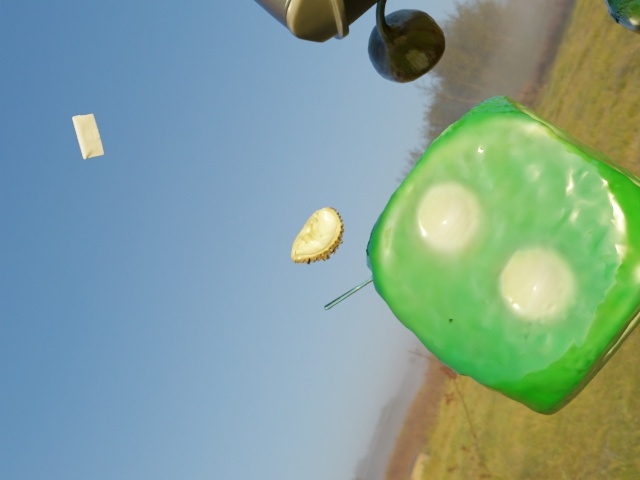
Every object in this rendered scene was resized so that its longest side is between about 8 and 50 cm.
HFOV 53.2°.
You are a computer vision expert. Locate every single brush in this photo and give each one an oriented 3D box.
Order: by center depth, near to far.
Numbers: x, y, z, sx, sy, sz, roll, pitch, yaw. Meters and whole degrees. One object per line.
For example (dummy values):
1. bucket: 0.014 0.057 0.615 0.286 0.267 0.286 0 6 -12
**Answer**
1. brush: 0.072 0.080 1.127 0.164 0.014 0.051 -34 -16 18

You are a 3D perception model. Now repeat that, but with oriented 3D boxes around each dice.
1. dice: 0.258 0.012 0.793 0.297 0.300 0.287 -3 -51 -55

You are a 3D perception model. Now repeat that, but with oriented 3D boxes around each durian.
1. durian: 0.002 -0.004 1.062 0.130 0.066 0.052 -57 16 -28

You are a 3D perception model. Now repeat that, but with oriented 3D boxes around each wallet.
1. wallet: -0.452 -0.203 1.244 0.044 0.011 0.083 -21 -76 -40

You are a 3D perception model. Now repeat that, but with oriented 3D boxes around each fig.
1. fig: 0.139 -0.379 1.172 0.245 0.149 0.149 14 -86 -64

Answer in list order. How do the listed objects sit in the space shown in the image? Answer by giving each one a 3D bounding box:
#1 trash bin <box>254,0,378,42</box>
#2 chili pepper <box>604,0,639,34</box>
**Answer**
1. trash bin: 0.021 -0.438 0.948 0.290 0.209 0.182 -39 -28 -7
2. chili pepper: 0.375 -0.357 0.730 0.116 0.148 0.265 15 -125 -76
